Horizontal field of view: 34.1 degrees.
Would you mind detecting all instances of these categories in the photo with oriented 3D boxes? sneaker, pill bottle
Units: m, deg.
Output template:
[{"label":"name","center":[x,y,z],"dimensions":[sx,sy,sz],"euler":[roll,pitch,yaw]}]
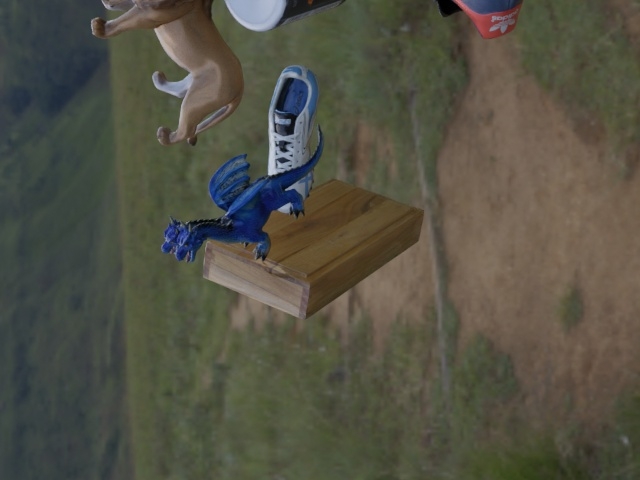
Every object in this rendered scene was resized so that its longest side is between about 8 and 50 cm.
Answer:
[{"label":"sneaker","center":[0.174,-0.394,1.412],"dimensions":[0.350,0.131,0.148],"euler":[-111,9,-46]},{"label":"pill bottle","center":[-0.030,-0.416,1.632],"dimensions":[0.130,0.245,0.130],"euler":[19,123,32]},{"label":"sneaker","center":[-0.052,-0.160,1.655],"dimensions":[0.086,0.085,0.237],"euler":[-4,-78,-63]}]

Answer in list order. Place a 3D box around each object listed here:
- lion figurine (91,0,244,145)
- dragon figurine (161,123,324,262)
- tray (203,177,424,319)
[{"label":"lion figurine","center":[-0.215,-0.325,1.691],"dimensions":[0.392,0.240,0.142],"euler":[57,-149,-37]},{"label":"dragon figurine","center":[-0.103,-0.065,1.512],"dimensions":[0.289,0.144,0.085],"euler":[-48,48,5]},{"label":"tray","center":[0.000,0.000,1.829],"dimensions":[0.203,0.411,0.076],"euler":[21,117,24]}]
